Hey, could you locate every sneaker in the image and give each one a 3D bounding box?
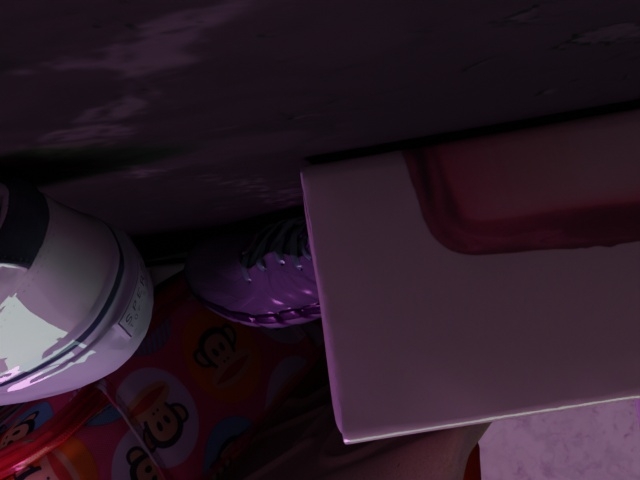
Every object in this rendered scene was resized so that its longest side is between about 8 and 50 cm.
[{"bbox_3d":[0.000,0.000,0.821,0.223,0.083,0.098,2,145,30],"label":"sneaker"},{"bbox_3d":[-0.194,0.032,0.520,0.258,0.094,0.091,-21,139,16],"label":"sneaker"}]

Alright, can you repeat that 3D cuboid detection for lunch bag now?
[{"bbox_3d":[-0.151,0.131,0.964,0.258,0.120,0.293,-31,-172,43],"label":"lunch bag"}]

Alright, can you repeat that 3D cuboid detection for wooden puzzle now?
[{"bbox_3d":[0.046,0.118,0.896,0.322,0.080,0.348,-29,-167,40],"label":"wooden puzzle"}]

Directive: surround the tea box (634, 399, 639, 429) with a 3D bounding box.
[{"bbox_3d":[0.355,0.088,0.839,0.220,0.329,0.323,-12,177,34],"label":"tea box"}]

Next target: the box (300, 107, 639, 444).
[{"bbox_3d":[0.119,0.011,0.637,0.232,0.127,0.148,-9,177,6],"label":"box"}]

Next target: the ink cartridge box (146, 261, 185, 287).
[{"bbox_3d":[-0.150,0.070,1.233,0.148,0.086,0.203,-5,175,-44],"label":"ink cartridge box"}]
